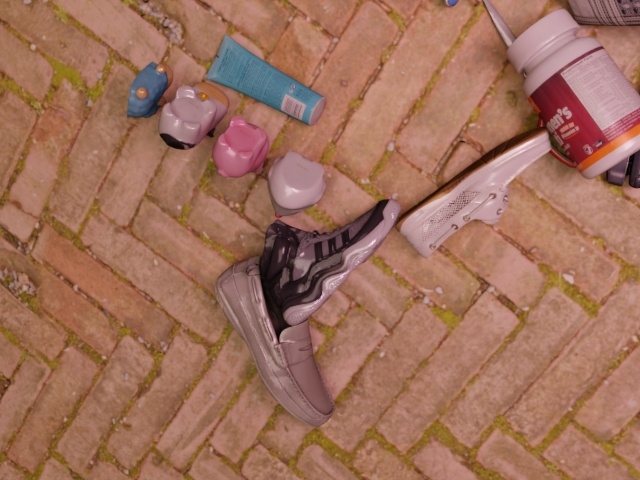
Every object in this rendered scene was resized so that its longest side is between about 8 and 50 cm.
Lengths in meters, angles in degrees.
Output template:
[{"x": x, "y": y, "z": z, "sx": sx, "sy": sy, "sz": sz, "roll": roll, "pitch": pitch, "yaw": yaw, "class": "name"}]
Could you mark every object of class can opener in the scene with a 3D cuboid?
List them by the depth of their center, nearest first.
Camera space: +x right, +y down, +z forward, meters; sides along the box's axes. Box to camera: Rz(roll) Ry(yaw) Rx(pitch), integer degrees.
[{"x": 0.480, "y": -0.167, "z": 0.973, "sx": 0.073, "sy": 0.059, "sz": 0.186, "roll": 12, "pitch": 104, "yaw": 10, "class": "can opener"}]

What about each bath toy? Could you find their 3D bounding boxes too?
[{"x": -0.148, "y": -0.155, "z": 1.085, "sx": 0.348, "sy": 0.151, "sz": 0.129, "roll": 34, "pitch": 144, "yaw": 1, "class": "bath toy"}]

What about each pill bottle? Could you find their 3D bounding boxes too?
[{"x": 0.367, "y": -0.207, "z": 0.933, "sx": 0.121, "sy": 0.121, "sz": 0.221, "roll": -35, "pitch": 81, "yaw": 17, "class": "pill bottle"}]

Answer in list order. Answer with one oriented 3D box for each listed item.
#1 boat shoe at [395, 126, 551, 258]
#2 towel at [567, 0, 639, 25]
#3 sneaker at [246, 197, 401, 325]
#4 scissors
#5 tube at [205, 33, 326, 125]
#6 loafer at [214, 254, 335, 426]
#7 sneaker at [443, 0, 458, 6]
[{"x": 0.251, "y": -0.069, "z": 1.031, "sx": 0.277, "sy": 0.098, "sz": 0.096, "roll": -36, "pitch": 92, "yaw": 26, "class": "boat shoe"}, {"x": 0.381, "y": -0.388, "z": 0.778, "sx": 0.056, "sy": 0.312, "sz": 0.324, "roll": -45, "pitch": 123, "yaw": -11, "class": "towel"}, {"x": 0.000, "y": 0.000, "z": 1.080, "sx": 0.153, "sy": 0.101, "sz": 0.268, "roll": 44, "pitch": 90, "yaw": 6, "class": "sneaker"}, {"x": 0.325, "y": -0.238, "z": 1.013, "sx": 0.297, "sy": 0.021, "sz": 0.109, "roll": 43, "pitch": 107, "yaw": 1, "class": "scissors"}, {"x": -0.091, "y": -0.260, "z": 1.091, "sx": 0.207, "sy": 0.052, "sz": 0.080, "roll": 31, "pitch": 102, "yaw": 10, "class": "tube"}, {"x": -0.063, "y": 0.175, "z": 1.141, "sx": 0.111, "sy": 0.112, "sz": 0.319, "roll": -32, "pitch": 93, "yaw": 25, "class": "loafer"}, {"x": 0.128, "y": -0.418, "z": 0.989, "sx": 0.211, "sy": 0.080, "sz": 0.081, "roll": 21, "pitch": 102, "yaw": 9, "class": "sneaker"}]
